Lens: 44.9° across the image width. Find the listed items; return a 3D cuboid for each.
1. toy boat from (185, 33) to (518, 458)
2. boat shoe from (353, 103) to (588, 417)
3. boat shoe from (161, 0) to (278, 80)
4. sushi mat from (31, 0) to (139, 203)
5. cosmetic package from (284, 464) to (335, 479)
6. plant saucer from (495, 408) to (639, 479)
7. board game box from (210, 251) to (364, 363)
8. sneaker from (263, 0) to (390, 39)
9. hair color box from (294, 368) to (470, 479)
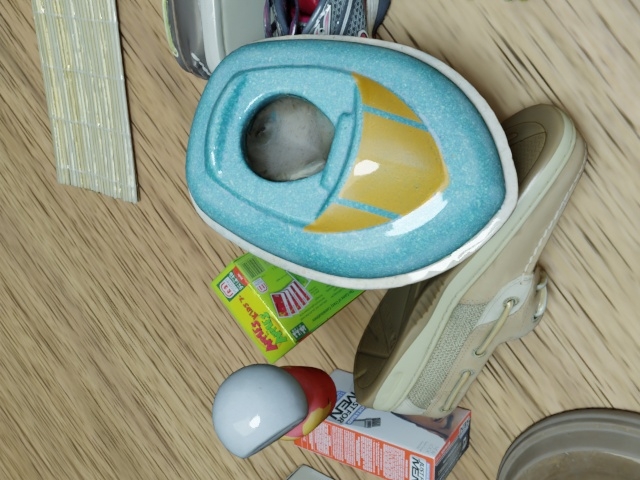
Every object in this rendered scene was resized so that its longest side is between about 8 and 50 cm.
[{"bbox_3d":[0.000,0.000,0.579,0.267,0.148,0.318,12,89,20],"label":"toy boat"},{"bbox_3d":[0.144,0.033,0.698,0.110,0.121,0.341,19,127,-14],"label":"boat shoe"},{"bbox_3d":[-0.095,-0.307,0.703,0.097,0.116,0.324,19,117,39],"label":"boat shoe"},{"bbox_3d":[-0.293,-0.204,0.947,0.151,0.019,0.316,13,116,29],"label":"sushi mat"},{"bbox_3d":[-0.001,0.458,0.972,0.160,0.113,0.309,21,121,27],"label":"cosmetic package"},{"bbox_3d":[0.291,0.291,0.735,0.278,0.041,0.278,15,117,31],"label":"plant saucer"},{"bbox_3d":[-0.012,0.034,0.748,0.092,0.181,0.043,52,130,5],"label":"board game box"},{"bbox_3d":[-0.001,-0.158,0.703,0.121,0.112,0.299,7,115,33],"label":"sneaker"},{"bbox_3d":[0.064,0.199,0.825,0.167,0.093,0.053,13,117,30],"label":"hair color box"}]
